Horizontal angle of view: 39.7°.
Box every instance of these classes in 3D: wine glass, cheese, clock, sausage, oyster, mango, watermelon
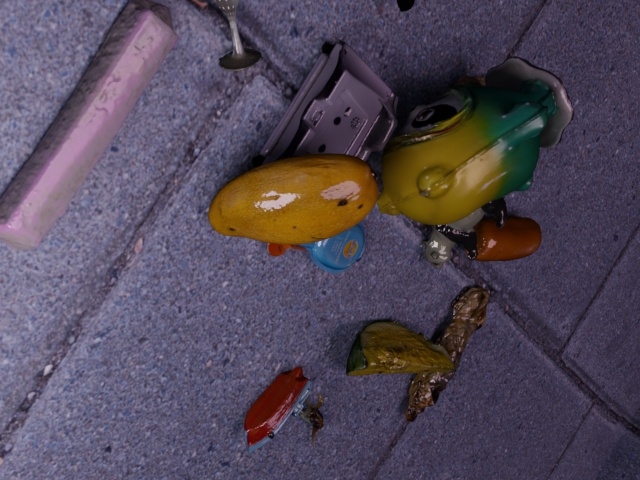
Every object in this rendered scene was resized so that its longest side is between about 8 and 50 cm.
[{"bbox_3d":[-0.125,-0.325,1.166,0.066,0.066,0.198,-36,136,-28],"label":"wine glass"},{"bbox_3d":[0.000,0.000,1.525,0.256,0.037,0.106,14,101,-49],"label":"cheese"},{"bbox_3d":[0.015,-0.168,1.398,0.186,0.083,0.253,33,88,-51],"label":"clock"},{"bbox_3d":[0.398,-0.002,1.914,0.238,0.098,0.098,-4,116,-45],"label":"sausage"},{"bbox_3d":[0.288,0.257,1.978,0.345,0.078,0.128,-60,150,-5],"label":"oyster"},{"bbox_3d":[-0.041,-0.053,1.300,0.262,0.109,0.157,-17,154,7],"label":"mango"},{"bbox_3d":[0.145,0.232,1.752,0.301,0.129,0.123,10,103,-44],"label":"watermelon"}]

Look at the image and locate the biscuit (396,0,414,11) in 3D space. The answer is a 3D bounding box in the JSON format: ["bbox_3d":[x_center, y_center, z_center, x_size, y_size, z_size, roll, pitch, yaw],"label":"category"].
[{"bbox_3d":[0.182,-0.469,1.406,0.235,0.063,0.151,-37,137,-30],"label":"biscuit"}]

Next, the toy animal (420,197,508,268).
[{"bbox_3d":[0.284,-0.041,1.756,0.121,0.094,0.225,15,120,-40],"label":"toy animal"}]

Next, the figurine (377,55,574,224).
[{"bbox_3d":[0.255,-0.153,1.517,0.340,0.323,0.231,-36,96,-23],"label":"figurine"}]

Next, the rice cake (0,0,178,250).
[{"bbox_3d":[-0.290,-0.145,1.103,0.365,0.056,0.072,-57,143,-4],"label":"rice cake"}]

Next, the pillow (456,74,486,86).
[{"bbox_3d":[0.271,-0.210,1.691,0.135,0.034,0.211,-6,119,-47],"label":"pillow"}]

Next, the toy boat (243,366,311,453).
[{"bbox_3d":[-0.080,0.308,1.601,0.173,0.069,0.059,-50,132,-20],"label":"toy boat"}]

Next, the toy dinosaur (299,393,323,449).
[{"bbox_3d":[-0.017,0.339,1.713,0.037,0.058,0.180,-33,147,-20],"label":"toy dinosaur"}]
